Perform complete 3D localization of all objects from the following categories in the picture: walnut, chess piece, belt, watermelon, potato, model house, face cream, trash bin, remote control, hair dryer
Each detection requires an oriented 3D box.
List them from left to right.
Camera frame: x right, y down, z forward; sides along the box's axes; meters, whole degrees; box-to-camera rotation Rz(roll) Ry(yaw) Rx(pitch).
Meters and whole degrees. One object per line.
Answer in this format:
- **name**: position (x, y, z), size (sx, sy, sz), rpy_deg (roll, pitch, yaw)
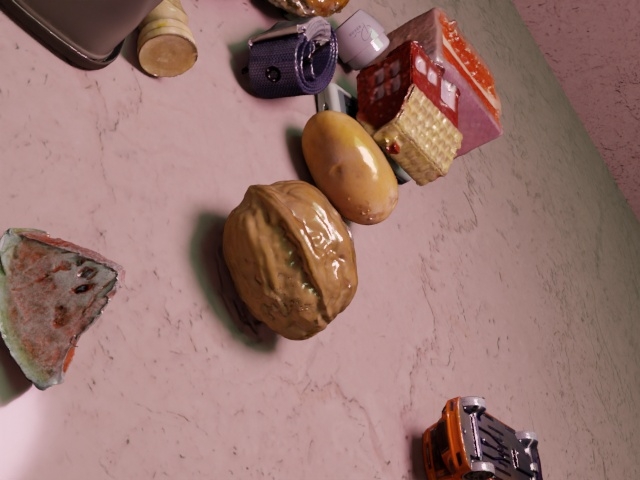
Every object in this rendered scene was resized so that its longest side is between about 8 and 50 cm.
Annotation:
- **watermelon**: position (-0.278, 0.067, 0.896), size (0.071, 0.139, 0.187), rpy_deg (81, -7, -76)
- **trash bin**: position (-0.277, -0.402, 1.087), size (0.220, 0.250, 0.219), rpy_deg (38, 36, -38)
- **chess piece**: position (-0.250, -0.354, 1.271), size (0.090, 0.090, 0.200), rpy_deg (28, 36, -46)
- **belt**: position (-0.057, -0.340, 1.504), size (0.230, 0.126, 0.139), rpy_deg (-53, 138, -57)
- **walnut**: position (-0.044, 0.024, 1.209), size (0.245, 0.198, 0.198), rpy_deg (62, 31, -8)
- **hair dryer**: position (-0.055, -0.515, 1.704), size (0.071, 0.047, 0.150), rpy_deg (25, 43, -46)
- **potato**: position (0.052, -0.133, 1.500), size (0.234, 0.150, 0.146), rpy_deg (51, 37, -10)
- **face cream**: position (0.086, -0.444, 1.797), size (0.104, 0.117, 0.117), rpy_deg (49, 34, -13)
- **remote control**: position (0.103, -0.219, 1.727), size (0.296, 0.056, 0.140), rpy_deg (25, 51, -46)
- **model house**: position (0.180, -0.241, 1.655), size (0.196, 0.160, 0.254), rpy_deg (41, 42, -36)

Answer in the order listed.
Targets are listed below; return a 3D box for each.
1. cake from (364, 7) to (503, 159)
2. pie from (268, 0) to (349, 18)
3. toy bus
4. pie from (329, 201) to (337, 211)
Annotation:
- **cake**: position (0.262, -0.350, 1.901), size (0.309, 0.230, 0.237), rpy_deg (41, 41, -37)
- **pie**: position (-0.055, -0.553, 1.626), size (0.308, 0.085, 0.308), rpy_deg (22, 46, -25)
- **toy bus**: position (0.299, 0.408, 1.506), size (0.329, 0.153, 0.143), rpy_deg (35, 41, -43)
- **pie**: position (0.000, 0.000, 1.427), size (0.182, 0.049, 0.182), rpy_deg (37, 42, -42)
